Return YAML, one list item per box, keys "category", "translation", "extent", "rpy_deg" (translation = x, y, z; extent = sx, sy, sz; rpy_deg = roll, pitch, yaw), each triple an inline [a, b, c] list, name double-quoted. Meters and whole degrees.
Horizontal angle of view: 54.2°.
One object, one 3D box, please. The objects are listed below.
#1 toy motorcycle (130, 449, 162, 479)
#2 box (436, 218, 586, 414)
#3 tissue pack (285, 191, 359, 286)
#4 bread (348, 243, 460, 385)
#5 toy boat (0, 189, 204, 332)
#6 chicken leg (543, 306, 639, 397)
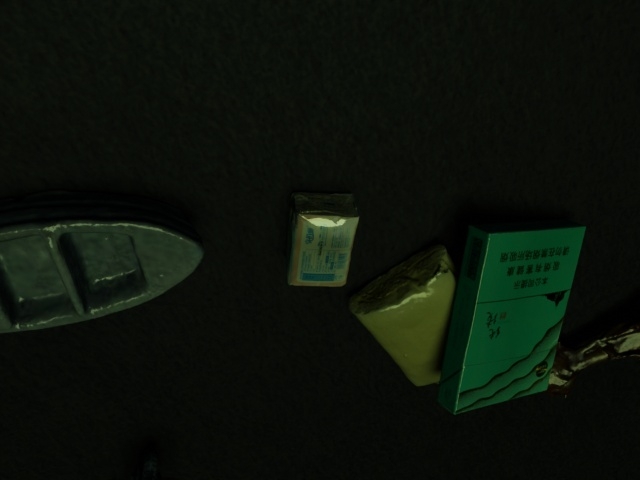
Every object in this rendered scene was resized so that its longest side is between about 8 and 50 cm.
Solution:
- category: "toy motorcycle"
  translation: [-0.248, 0.401, 0.850]
  extent: [0.092, 0.135, 0.254]
  rpy_deg: [7, 122, -17]
- category: "box"
  translation: [0.229, 0.089, 0.752]
  extent: [0.161, 0.042, 0.226]
  rpy_deg: [-3, 110, -29]
- category: "tissue pack"
  translation: [0.000, 0.000, 0.683]
  extent: [0.074, 0.058, 0.094]
  rpy_deg: [2, 122, -12]
- category: "bread"
  translation: [0.136, 0.103, 0.783]
  extent: [0.140, 0.060, 0.178]
  rpy_deg: [-34, 124, 10]
- category: "toy boat"
  translation: [-0.259, 0.020, 0.627]
  extent: [0.283, 0.078, 0.127]
  rpy_deg: [-10, 124, -6]
- category: "chicken leg"
  translation: [0.429, 0.133, 0.864]
  extent: [0.305, 0.093, 0.113]
  rpy_deg: [-21, 108, 12]
